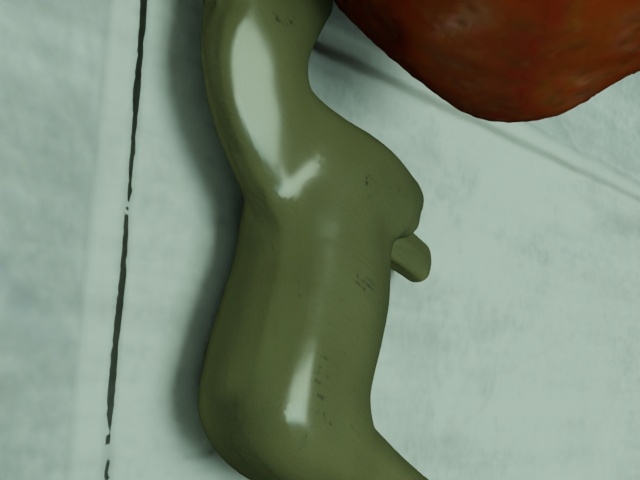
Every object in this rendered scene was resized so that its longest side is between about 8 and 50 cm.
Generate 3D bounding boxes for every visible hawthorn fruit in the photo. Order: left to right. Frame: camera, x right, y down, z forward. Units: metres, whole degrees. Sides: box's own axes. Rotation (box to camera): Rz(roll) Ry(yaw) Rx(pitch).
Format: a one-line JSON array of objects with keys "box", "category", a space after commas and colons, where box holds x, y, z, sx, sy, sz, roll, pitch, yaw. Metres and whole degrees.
[{"box": [0.107, -0.165, 0.503, 0.299, 0.211, 0.211, 176, -86, -79], "category": "hawthorn fruit"}]

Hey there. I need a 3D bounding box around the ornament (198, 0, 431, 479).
[{"box": [0.000, 0.000, 0.537, 0.245, 0.061, 0.230, 40, 55, -49], "category": "ornament"}]
